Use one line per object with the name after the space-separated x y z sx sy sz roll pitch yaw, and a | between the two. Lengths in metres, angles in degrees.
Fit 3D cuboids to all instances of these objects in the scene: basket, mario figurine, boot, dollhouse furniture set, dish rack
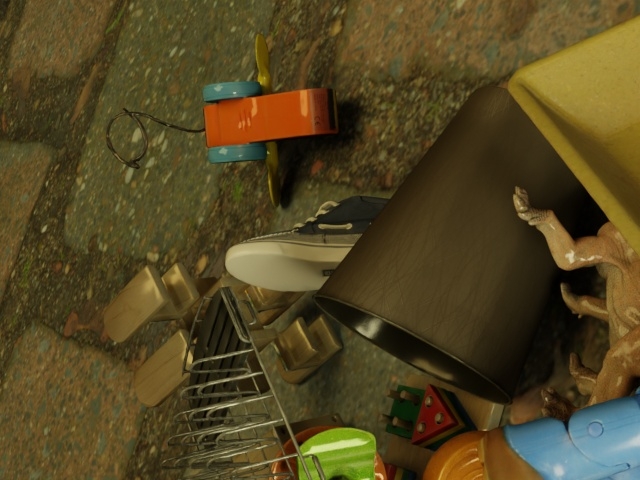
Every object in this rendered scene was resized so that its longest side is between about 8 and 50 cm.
0.131 -0.003 1.115 0.204 0.154 0.227 23 77 42 | basket
0.266 0.128 0.806 0.320 0.170 0.198 -29 1 19 | mario figurine
0.000 0.000 1.338 0.069 0.190 0.086 94 178 -53 | boot
-0.097 0.155 1.346 0.161 0.212 0.242 -43 65 34 | dollhouse furniture set
-0.075 0.182 1.060 0.208 0.074 0.271 112 143 -46 | dish rack

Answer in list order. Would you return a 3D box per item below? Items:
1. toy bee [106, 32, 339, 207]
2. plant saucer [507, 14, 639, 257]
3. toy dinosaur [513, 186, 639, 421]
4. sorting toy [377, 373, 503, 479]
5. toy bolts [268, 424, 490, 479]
-0.086 -0.154 1.591 0.298 0.162 0.195 21 106 29 | toy bee
0.318 -0.084 0.813 0.333 0.081 0.333 -24 27 4 | plant saucer
0.262 0.043 0.947 0.200 0.127 0.295 -12 72 25 | toy dinosaur
0.095 0.179 1.183 0.132 0.046 0.274 5 75 58 | sorting toy
0.070 0.264 1.102 0.158 0.218 0.228 140 124 -79 | toy bolts
